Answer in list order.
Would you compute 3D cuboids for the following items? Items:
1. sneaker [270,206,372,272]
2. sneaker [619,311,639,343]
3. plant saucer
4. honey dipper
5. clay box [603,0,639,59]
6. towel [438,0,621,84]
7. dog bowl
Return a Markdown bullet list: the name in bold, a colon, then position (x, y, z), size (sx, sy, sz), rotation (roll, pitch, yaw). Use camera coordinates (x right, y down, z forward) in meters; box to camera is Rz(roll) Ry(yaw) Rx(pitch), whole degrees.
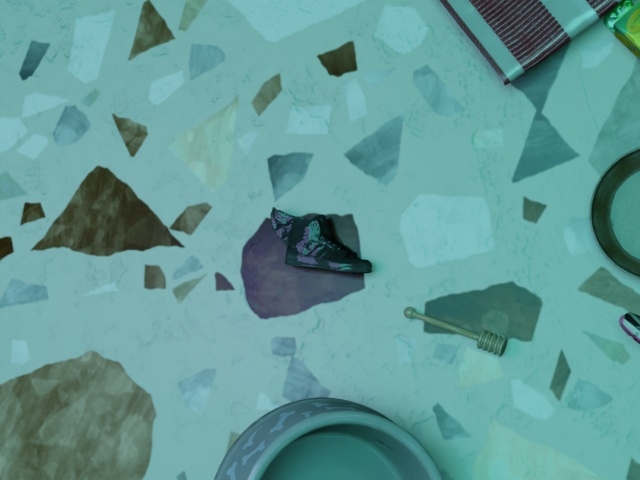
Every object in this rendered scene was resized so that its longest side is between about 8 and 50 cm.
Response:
- **sneaker**: position (0.001, 0.000, 1.680), size (0.170, 0.051, 0.089), rotation (6, 88, 22)
- **sneaker**: position (0.497, 0.130, 1.495), size (0.170, 0.063, 0.074), rotation (26, 90, 15)
- **plant saucer**: position (0.482, -0.037, 1.539), size (0.199, 0.036, 0.198), rotation (-3, 80, 17)
- **honey dipper**: position (0.196, 0.131, 1.609), size (0.161, 0.030, 0.030), rotation (19, 88, 21)
- **clay box**: position (0.521, -0.291, 1.556), size (0.127, 0.053, 0.222), rotation (-43, 72, 6)
- **towel**: position (0.345, -0.412, 1.630), size (0.329, 0.037, 0.237), rotation (-37, 66, 10)
- **dog bowl**: position (0.023, 0.388, 1.491), size (0.349, 0.102, 0.348), rotation (3, 80, -17)
